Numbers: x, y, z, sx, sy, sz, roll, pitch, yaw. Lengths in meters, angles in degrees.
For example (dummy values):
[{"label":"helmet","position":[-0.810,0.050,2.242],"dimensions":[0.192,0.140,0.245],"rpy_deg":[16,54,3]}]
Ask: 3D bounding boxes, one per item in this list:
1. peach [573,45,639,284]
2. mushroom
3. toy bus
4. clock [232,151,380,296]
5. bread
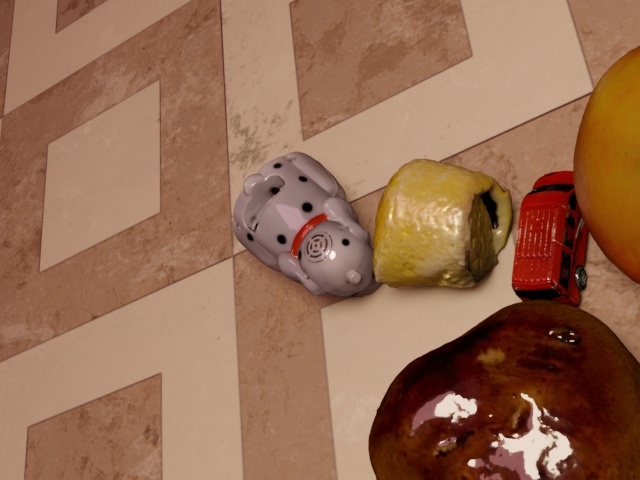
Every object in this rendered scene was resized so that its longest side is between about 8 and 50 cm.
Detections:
[{"label":"peach","position":[0.432,-0.091,1.150],"dimensions":[0.308,0.308,0.332],"rpy_deg":[-50,26,6]},{"label":"mushroom","position":[0.238,0.231,1.205],"dimensions":[0.346,0.259,0.345],"rpy_deg":[-3,65,6]},{"label":"toy bus","position":[0.307,-0.011,1.333],"dimensions":[0.081,0.089,0.195],"rpy_deg":[-4,64,36]},{"label":"clock","position":[0.000,0.000,1.510],"dimensions":[0.189,0.189,0.254],"rpy_deg":[-52,45,4]},{"label":"bread","position":[0.161,-0.015,1.394],"dimensions":[0.171,0.197,0.197],"rpy_deg":[12,74,30]}]
